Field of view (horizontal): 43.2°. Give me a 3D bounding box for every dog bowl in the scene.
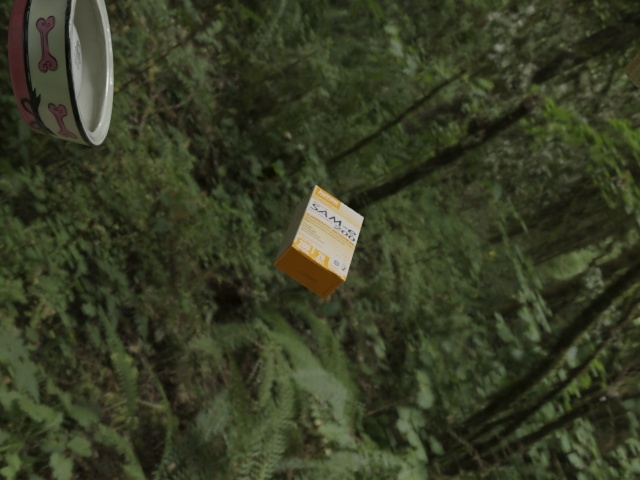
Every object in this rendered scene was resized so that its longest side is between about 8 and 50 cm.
[{"bbox_3d":[-0.606,-0.424,1.903,0.408,0.150,0.408,179,-90,-89],"label":"dog bowl"}]

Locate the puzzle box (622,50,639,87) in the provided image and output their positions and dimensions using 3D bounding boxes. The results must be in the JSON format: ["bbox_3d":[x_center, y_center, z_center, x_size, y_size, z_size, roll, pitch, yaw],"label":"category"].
[{"bbox_3d":[0.785,-0.472,1.527,0.272,0.409,0.052,-22,68,-35],"label":"puzzle box"}]

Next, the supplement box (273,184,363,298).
[{"bbox_3d":[0.000,0.000,0.780,0.062,0.036,0.098,33,39,-13],"label":"supplement box"}]
